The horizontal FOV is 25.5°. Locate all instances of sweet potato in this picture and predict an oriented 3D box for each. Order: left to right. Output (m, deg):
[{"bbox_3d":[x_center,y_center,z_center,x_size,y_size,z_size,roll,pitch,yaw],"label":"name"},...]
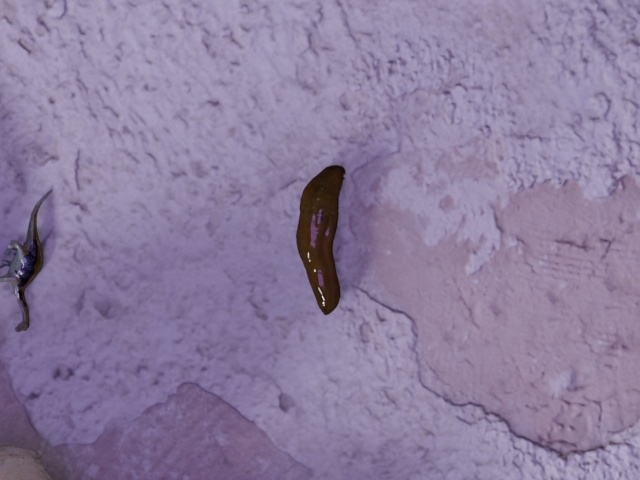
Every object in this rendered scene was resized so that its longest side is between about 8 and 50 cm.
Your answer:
[{"bbox_3d":[-0.002,0.001,1.695,0.053,0.054,0.182,3,99,15],"label":"sweet potato"}]

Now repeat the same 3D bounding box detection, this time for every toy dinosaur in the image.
[{"bbox_3d":[-0.373,0.023,1.750,0.058,0.037,0.180,10,106,-18],"label":"toy dinosaur"}]

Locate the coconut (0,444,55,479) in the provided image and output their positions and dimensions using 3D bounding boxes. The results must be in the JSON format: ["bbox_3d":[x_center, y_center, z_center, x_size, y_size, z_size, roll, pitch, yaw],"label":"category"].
[{"bbox_3d":[-0.443,0.396,1.669,0.297,0.254,0.297,3,95,34],"label":"coconut"}]
